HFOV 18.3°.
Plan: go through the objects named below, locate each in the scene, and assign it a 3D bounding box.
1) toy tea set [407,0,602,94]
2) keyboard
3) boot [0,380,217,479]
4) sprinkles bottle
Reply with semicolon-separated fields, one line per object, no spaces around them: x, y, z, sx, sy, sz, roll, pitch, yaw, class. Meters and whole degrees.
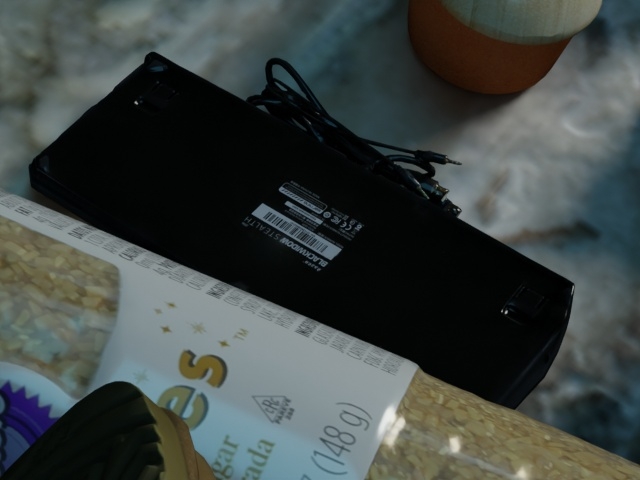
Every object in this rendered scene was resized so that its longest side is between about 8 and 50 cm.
0.195;-0.125;0.754;0.336;0.124;0.200;-25;63;-27;toy tea set
0.000;0.000;0.681;0.192;0.038;0.100;31;57;23;keyboard
0.024;0.185;0.455;0.269;0.089;0.236;41;25;-29;boot
-0.075;0.054;0.570;0.355;0.121;0.121;23;53;5;sprinkles bottle
